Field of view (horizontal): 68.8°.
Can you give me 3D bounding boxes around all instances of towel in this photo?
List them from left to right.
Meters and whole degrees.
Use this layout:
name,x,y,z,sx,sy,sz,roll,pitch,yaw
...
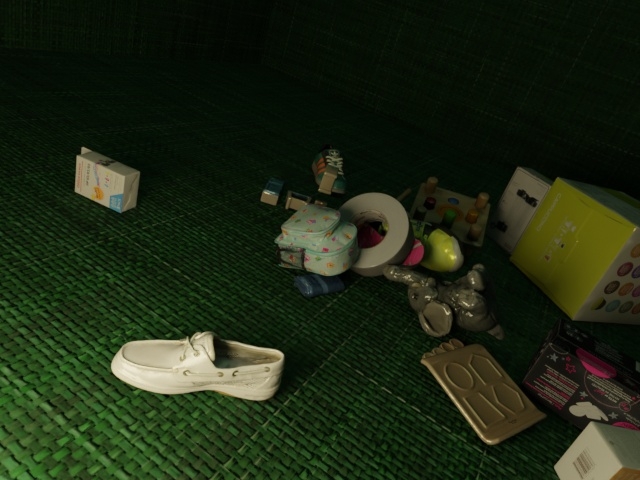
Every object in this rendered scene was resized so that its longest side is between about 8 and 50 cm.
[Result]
name,x,y,z,sx,sy,sz,roll,pitch,yaw
towel,-0.001,0.105,1.138,0.120,0.029,0.067,-4,36,-38

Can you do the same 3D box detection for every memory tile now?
name,x,y,z,sx,sy,sz,roll,pitch,yaw
memory tile,0.303,0.272,1.039,0.148,0.012,0.113,-11,39,-44

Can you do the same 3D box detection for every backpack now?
name,x,y,z,sx,sy,sz,roll,pitch,yaw
backpack,0.000,0.000,1.165,0.189,0.144,0.166,20,40,22

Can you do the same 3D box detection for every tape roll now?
name,x,y,z,sx,sy,sz,roll,pitch,yaw
tape roll,0.135,-0.017,1.251,0.219,0.219,0.072,38,-4,33

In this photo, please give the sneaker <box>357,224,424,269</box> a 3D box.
name,x,y,z,sx,sy,sz,roll,pitch,yaw
sneaker,0.173,0.034,1.323,0.253,0.102,0.111,17,-16,27

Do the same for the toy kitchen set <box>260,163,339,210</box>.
name,x,y,z,sx,sy,sz,roll,pitch,yaw
toy kitchen set,-0.063,-0.189,1.497,0.207,0.165,0.122,17,27,-4

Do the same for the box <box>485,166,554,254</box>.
name,x,y,z,sx,sy,sz,roll,pitch,yaw
box,0.748,-0.108,1.733,0.087,0.289,0.169,1,31,-31

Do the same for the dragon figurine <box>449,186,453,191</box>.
name,x,y,z,sx,sy,sz,roll,pitch,yaw
dragon figurine,0.529,-0.103,1.805,0.144,0.085,0.289,25,32,6

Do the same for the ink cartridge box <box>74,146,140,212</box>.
name,x,y,z,sx,sy,sz,roll,pitch,yaw
ink cartridge box,-0.556,-0.156,1.185,0.182,0.104,0.061,24,27,10

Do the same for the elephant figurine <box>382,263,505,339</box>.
name,x,y,z,sx,sy,sz,roll,pitch,yaw
elephant figurine,0.294,0.146,1.137,0.169,0.240,0.185,29,55,-50

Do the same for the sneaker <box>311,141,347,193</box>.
name,x,y,z,sx,sy,sz,roll,pitch,yaw
sneaker,0.038,-0.284,1.792,0.108,0.120,0.302,7,29,-21

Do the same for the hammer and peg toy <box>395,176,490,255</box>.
name,x,y,z,sx,sy,sz,roll,pitch,yaw
hammer and peg toy,0.391,-0.110,1.609,0.362,0.127,0.265,20,45,12

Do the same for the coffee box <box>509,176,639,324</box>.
name,x,y,z,sx,sy,sz,roll,pitch,yaw
coffee box,0.904,0.034,1.514,0.335,0.337,0.338,7,29,-21

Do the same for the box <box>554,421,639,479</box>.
name,x,y,z,sx,sy,sz,roll,pitch,yaw
box,0.528,0.404,0.808,0.171,0.130,0.091,14,27,-9

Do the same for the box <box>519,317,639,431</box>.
name,x,y,z,sx,sy,sz,roll,pitch,yaw
box,0.590,0.311,1.011,0.247,0.142,0.163,33,29,23

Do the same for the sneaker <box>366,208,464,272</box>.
name,x,y,z,sx,sy,sz,roll,pitch,yaw
sneaker,0.257,-0.001,1.409,0.147,0.145,0.385,-12,29,-36

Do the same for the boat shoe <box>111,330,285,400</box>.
name,x,y,z,sx,sy,sz,roll,pitch,yaw
boat shoe,-0.194,0.192,0.775,0.278,0.096,0.098,10,29,-17

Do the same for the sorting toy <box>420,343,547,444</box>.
name,x,y,z,sx,sy,sz,roll,pitch,yaw
sorting toy,0.327,0.306,0.953,0.193,0.038,0.208,-3,39,-37
